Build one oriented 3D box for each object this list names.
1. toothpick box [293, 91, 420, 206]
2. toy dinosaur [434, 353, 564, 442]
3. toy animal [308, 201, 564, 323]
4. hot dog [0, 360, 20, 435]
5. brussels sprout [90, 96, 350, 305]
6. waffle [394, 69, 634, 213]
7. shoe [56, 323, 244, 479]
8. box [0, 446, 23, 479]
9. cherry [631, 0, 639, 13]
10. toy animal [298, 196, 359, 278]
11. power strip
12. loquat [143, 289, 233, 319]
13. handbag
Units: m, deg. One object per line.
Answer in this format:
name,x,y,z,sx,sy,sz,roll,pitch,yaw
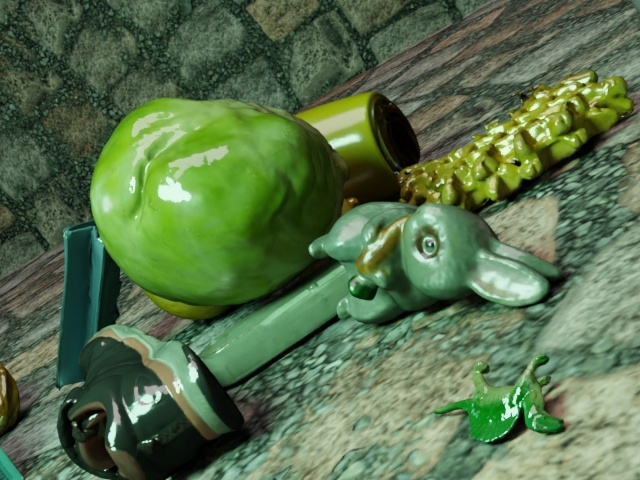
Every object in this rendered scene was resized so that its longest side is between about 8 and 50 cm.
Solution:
toothpick box,0.000,-0.101,1.348,0.271,0.175,0.175,-21,16,28
toy dinosaur,0.110,0.108,0.624,0.120,0.029,0.060,-18,30,46
toy animal,0.098,0.007,0.846,0.236,0.108,0.138,-17,19,47
hot dog,-0.538,0.243,1.409,0.175,0.114,0.259,-40,15,-32
brussels sprout,-0.113,-0.051,1.073,0.274,0.242,0.316,-15,10,14
waffle,0.218,-0.114,1.127,0.293,0.069,0.260,-33,12,-2
shoe,-0.180,0.164,0.912,0.137,0.114,0.291,-42,19,-20
box,-0.446,0.193,1.118,0.041,0.229,0.162,-39,15,-29
cherry,0.471,-0.334,1.125,0.266,0.183,0.213,-19,17,-19
toy animal,0.002,-0.003,1.213,0.083,0.070,0.159,-24,19,22
power strip,-0.010,0.064,1.012,0.286,0.048,0.080,-33,8,-9
loquat,-0.170,0.013,1.264,0.172,0.204,0.149,-59,-1,-24
handbag,-0.299,0.082,1.282,0.057,0.221,0.144,7,11,4
